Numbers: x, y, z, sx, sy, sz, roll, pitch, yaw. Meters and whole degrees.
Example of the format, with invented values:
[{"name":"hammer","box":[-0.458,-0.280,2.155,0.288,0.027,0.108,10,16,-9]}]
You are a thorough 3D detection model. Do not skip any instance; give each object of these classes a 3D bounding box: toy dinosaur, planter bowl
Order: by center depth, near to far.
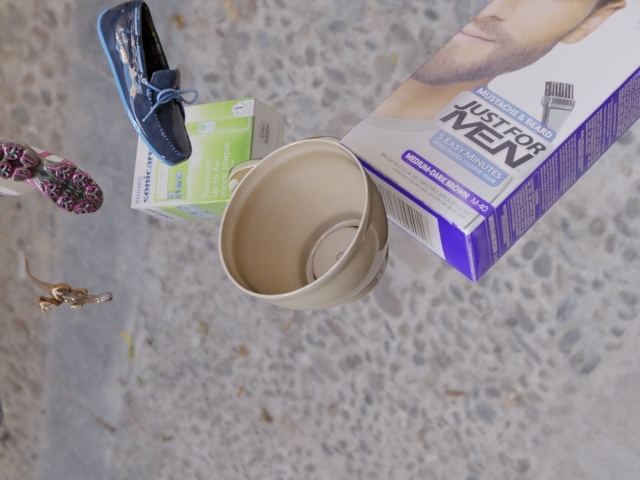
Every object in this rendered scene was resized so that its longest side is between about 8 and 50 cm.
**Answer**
[{"name":"planter bowl","box":[0.000,0.000,1.001,0.162,0.162,0.109,9,160,38]},{"name":"toy dinosaur","box":[-0.508,0.100,2.029,0.211,0.112,0.064,18,101,9]}]

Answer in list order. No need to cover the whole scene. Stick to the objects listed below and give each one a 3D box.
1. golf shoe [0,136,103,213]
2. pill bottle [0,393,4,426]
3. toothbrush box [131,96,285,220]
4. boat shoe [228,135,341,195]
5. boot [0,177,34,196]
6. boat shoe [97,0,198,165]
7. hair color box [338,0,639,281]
[{"name":"golf shoe","box":[-0.407,-0.103,1.568,0.186,0.067,0.086,31,-172,-27]},{"name":"pill bottle","box":[-0.500,0.209,1.436,0.123,0.122,0.219,-59,41,47]},{"name":"toothbrush box","box":[-0.224,-0.157,2.102,0.283,0.122,0.206,-3,76,31]},{"name":"boat shoe","box":[-0.047,-0.099,1.606,0.190,0.072,0.068,-20,126,8]},{"name":"boot","box":[-0.654,-0.112,2.050,0.086,0.190,0.069,-21,75,33]},{"name":"boat shoe","box":[-0.255,-0.240,1.595,0.089,0.109,0.258,-22,100,22]},{"name":"hair color box","box":[0.205,-0.140,1.115,0.185,0.339,0.110,38,162,30]}]
